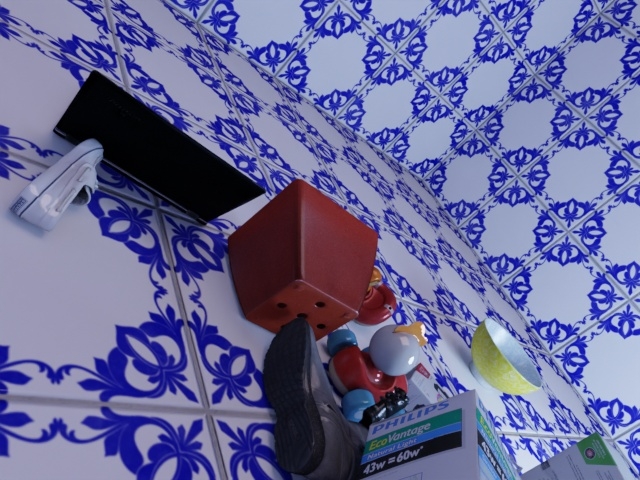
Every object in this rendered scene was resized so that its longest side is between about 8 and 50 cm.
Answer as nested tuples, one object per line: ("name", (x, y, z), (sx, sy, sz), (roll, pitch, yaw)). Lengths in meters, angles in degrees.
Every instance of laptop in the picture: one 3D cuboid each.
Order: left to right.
("laptop", (-0.344, -0.234, 1.192), (0.381, 0.236, 0.408), (35, 24, -28))

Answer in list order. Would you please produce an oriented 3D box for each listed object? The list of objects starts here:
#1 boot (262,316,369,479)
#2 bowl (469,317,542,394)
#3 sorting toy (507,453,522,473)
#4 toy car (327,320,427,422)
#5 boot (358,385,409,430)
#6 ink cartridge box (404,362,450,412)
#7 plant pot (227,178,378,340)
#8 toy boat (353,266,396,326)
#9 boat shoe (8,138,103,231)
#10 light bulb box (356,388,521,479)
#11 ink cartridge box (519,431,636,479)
("boot", (0.005, 0.329, 1.045), (0.222, 0.118, 0.338), (40, 28, -34))
("bowl", (0.622, 0.436, 1.895), (0.289, 0.156, 0.290), (38, 23, -19))
("sorting toy", (0.506, 0.621, 1.461), (0.083, 0.075, 0.045), (48, 21, 6))
("toy car", (0.161, 0.274, 1.216), (0.210, 0.238, 0.219), (33, 25, -30))
("boot", (0.132, 0.359, 1.111), (0.099, 0.121, 0.045), (-24, 51, -26))
("ink cartridge box", (0.283, 0.426, 1.399), (0.175, 0.072, 0.127), (49, 21, 9))
("plant pot", (-0.039, 0.076, 1.203), (0.267, 0.267, 0.236), (33, 36, -31))
("toy boat", (0.119, 0.122, 1.483), (0.231, 0.151, 0.151), (47, 54, 4))
("boat shoe", (-0.452, -0.099, 0.970), (0.084, 0.095, 0.258), (43, 32, -18))
("light bulb box", (0.224, 0.502, 0.842), (0.358, 0.225, 0.361), (61, 20, -8))
("ink cartridge box", (0.657, 0.667, 1.370), (0.121, 0.289, 0.211), (41, 22, -20))
